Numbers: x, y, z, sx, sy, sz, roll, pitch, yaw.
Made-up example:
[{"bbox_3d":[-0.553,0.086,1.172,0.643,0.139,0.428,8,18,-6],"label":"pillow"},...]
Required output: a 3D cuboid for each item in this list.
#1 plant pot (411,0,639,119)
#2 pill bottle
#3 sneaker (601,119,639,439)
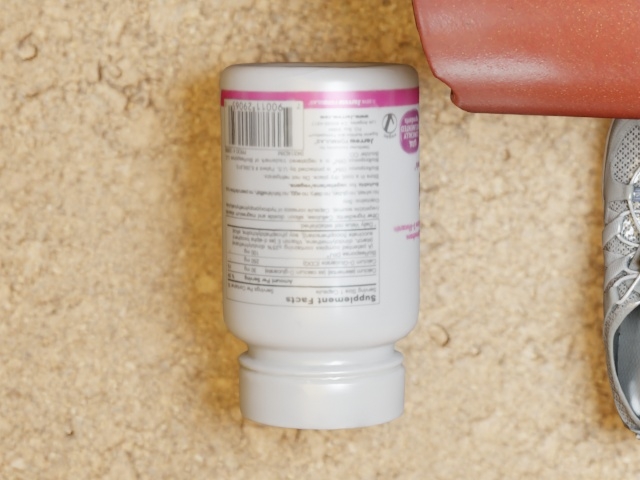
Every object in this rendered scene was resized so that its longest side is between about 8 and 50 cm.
[{"bbox_3d":[0.219,-0.195,1.367,0.265,0.272,0.272,-1,97,26],"label":"plant pot"},{"bbox_3d":[0.000,0.000,1.577,0.160,0.160,0.283,2,97,14],"label":"pill bottle"},{"bbox_3d":[0.271,0.024,1.533,0.105,0.115,0.281,-3,96,15],"label":"sneaker"}]
